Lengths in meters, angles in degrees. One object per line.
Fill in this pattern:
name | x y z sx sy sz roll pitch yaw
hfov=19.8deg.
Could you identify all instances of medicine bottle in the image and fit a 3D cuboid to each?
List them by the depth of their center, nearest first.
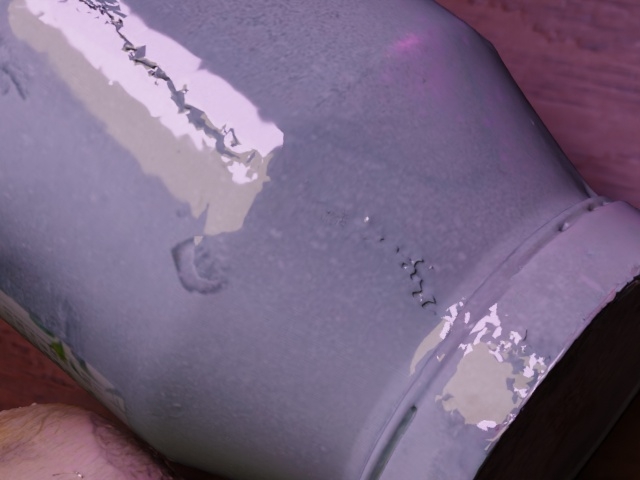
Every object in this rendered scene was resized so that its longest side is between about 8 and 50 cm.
medicine bottle | 0.000 0.000 0.826 0.290 0.245 0.245 38 96 21

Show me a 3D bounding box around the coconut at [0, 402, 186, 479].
coconut | -0.137 0.169 0.900 0.194 0.194 0.194 -8 73 27
